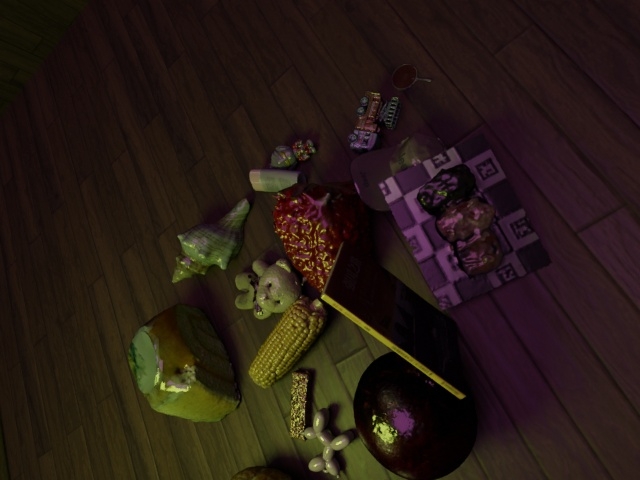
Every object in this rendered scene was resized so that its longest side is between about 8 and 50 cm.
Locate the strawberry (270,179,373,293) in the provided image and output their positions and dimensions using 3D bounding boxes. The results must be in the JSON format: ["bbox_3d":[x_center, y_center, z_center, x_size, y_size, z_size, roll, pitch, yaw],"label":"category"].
[{"bbox_3d":[-0.001,0.000,1.202,0.292,0.292,0.344,2,98,30],"label":"strawberry"}]

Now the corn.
[{"bbox_3d":[-0.099,0.307,1.274,0.130,0.130,0.347,46,107,27],"label":"corn"}]

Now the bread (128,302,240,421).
[{"bbox_3d":[-0.467,0.423,1.390,0.239,0.264,0.395,-42,63,13],"label":"bread"}]

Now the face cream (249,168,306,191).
[{"bbox_3d":[-0.145,-0.201,1.416,0.198,0.057,0.084,8,130,30],"label":"face cream"}]

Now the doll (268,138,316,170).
[{"bbox_3d":[-0.100,-0.283,1.407,0.180,0.079,0.094,-22,108,20],"label":"doll"}]

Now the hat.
[{"bbox_3d":[0.219,-0.196,1.142,0.214,0.244,0.149,67,152,19],"label":"hat"}]

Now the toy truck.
[{"bbox_3d":[0.161,-0.344,1.263,0.115,0.080,0.178,17,89,21],"label":"toy truck"}]

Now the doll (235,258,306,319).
[{"bbox_3d":[-0.191,0.163,1.353,0.278,0.149,0.175,-13,108,40],"label":"doll"}]

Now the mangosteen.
[{"bbox_3d":[0.210,0.409,0.995,0.297,0.297,0.293,55,127,25],"label":"mangosteen"}]

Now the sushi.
[{"bbox_3d":[0.346,-0.050,1.020,0.296,0.100,0.373,-26,81,10],"label":"sushi"}]

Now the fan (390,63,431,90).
[{"bbox_3d":[0.272,-0.488,1.263,0.133,0.005,0.085,22,92,31],"label":"fan"}]

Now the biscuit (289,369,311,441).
[{"bbox_3d":[-0.060,0.496,1.274,0.064,0.034,0.199,-1,81,29],"label":"biscuit"}]

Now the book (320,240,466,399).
[{"bbox_3d":[0.177,0.167,0.973,0.374,0.262,0.028,37,118,-6],"label":"book"}]

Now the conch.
[{"bbox_3d":[-0.387,0.016,1.468,0.386,0.169,0.203,-44,89,19],"label":"conch"}]

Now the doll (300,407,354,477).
[{"bbox_3d":[0.016,0.586,1.199,0.161,0.059,0.160,38,102,20],"label":"doll"}]

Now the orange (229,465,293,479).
[{"bbox_3d":[-0.168,0.808,1.163,0.329,0.249,0.329,-1,89,25],"label":"orange"}]
